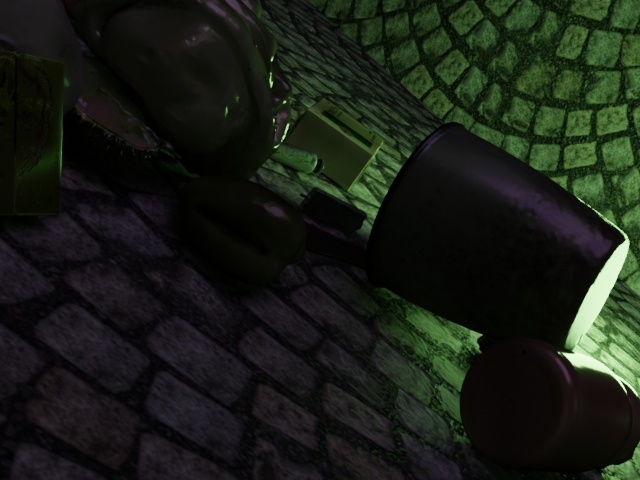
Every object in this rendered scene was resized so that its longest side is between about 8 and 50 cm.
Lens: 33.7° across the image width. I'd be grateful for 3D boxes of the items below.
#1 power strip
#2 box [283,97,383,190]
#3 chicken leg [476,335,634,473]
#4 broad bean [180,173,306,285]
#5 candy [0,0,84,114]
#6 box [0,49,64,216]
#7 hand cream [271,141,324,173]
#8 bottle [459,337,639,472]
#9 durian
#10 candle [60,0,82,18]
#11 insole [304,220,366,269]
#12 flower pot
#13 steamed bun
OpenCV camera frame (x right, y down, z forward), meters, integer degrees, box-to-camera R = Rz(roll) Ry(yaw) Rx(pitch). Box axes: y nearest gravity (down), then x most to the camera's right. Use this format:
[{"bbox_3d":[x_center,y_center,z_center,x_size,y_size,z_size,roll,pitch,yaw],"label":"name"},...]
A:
[{"bbox_3d":[0.018,-0.053,1.825,0.136,0.051,0.019,25,27,-31],"label":"power strip"},{"bbox_3d":[0.029,-0.202,2.173,0.168,0.095,0.212,34,16,-1],"label":"box"},{"bbox_3d":[0.374,0.244,1.690,0.304,0.093,0.113,39,28,24],"label":"chicken leg"},{"bbox_3d":[-0.104,-0.022,1.427,0.189,0.121,0.263,29,3,-9],"label":"broad bean"},{"bbox_3d":[-0.413,-0.244,1.253,0.295,0.185,0.295,41,27,-27],"label":"candy"},{"bbox_3d":[-0.364,-0.110,1.031,0.043,0.172,0.311,3,2,25],"label":"box"},{"bbox_3d":[-0.078,-0.168,1.960,0.195,0.042,0.067,20,24,-33],"label":"hand cream"},{"bbox_3d":[0.328,0.229,1.483,0.297,0.173,0.206,16,12,-48],"label":"bottle"},{"bbox_3d":[-0.300,-0.157,1.400,0.221,0.095,0.137,41,33,26],"label":"durian"},{"bbox_3d":[-0.300,-0.450,1.872,0.317,0.287,0.131,42,12,27],"label":"candle"},{"bbox_3d":[0.000,0.000,1.722,0.328,0.007,0.111,22,23,-40],"label":"insole"},{"bbox_3d":[0.282,0.011,1.638,0.330,0.293,0.294,28,13,21],"label":"flower pot"},{"bbox_3d":[-0.175,-0.261,1.554,0.339,0.247,0.352,47,-9,37],"label":"steamed bun"}]
